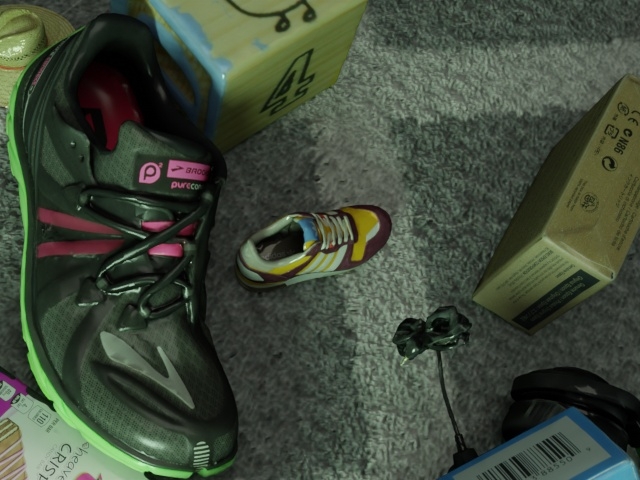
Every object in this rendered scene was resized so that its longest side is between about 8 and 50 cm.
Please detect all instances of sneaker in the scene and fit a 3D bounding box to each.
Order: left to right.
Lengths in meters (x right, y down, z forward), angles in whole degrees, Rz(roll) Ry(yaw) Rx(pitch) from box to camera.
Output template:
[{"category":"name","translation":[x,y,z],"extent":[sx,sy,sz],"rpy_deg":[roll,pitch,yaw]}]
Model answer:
[{"category":"sneaker","translation":[-0.185,-0.007,1.026],"extent":[0.185,0.202,0.483],"rpy_deg":[-5,68,-40]},{"category":"sneaker","translation":[0.000,0.000,1.142],"extent":[0.185,0.084,0.069],"rpy_deg":[-22,73,-19]}]

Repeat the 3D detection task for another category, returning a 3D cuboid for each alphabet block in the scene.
[{"category":"alphabet block","translation":[-0.094,-0.237,1.166],"extent":[0.197,0.193,0.192],"rpy_deg":[-36,80,-23]}]

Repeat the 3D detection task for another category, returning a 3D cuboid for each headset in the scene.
[{"category":"headset","translation":[0.222,0.216,1.041],"extent":[0.394,0.185,0.243],"rpy_deg":[44,65,-4]}]

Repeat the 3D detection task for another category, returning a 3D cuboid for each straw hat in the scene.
[{"category":"straw hat","translation":[-0.335,-0.221,1.179],"extent":[0.144,0.061,0.144],"rpy_deg":[5,67,-11]}]

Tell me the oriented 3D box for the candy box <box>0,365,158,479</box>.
[{"category":"candy box","translation":[-0.268,0.240,0.989],"extent":[0.233,0.071,0.159],"rpy_deg":[34,64,3]}]

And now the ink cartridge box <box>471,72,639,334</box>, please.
[{"category":"ink cartridge box","translation":[0.278,-0.035,1.156],"extent":[0.088,0.193,0.234],"rpy_deg":[32,65,0]}]

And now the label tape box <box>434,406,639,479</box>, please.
[{"category":"label tape box","translation":[0.187,0.355,0.931],"extent":[0.249,0.115,0.347],"rpy_deg":[-27,114,-7]}]
